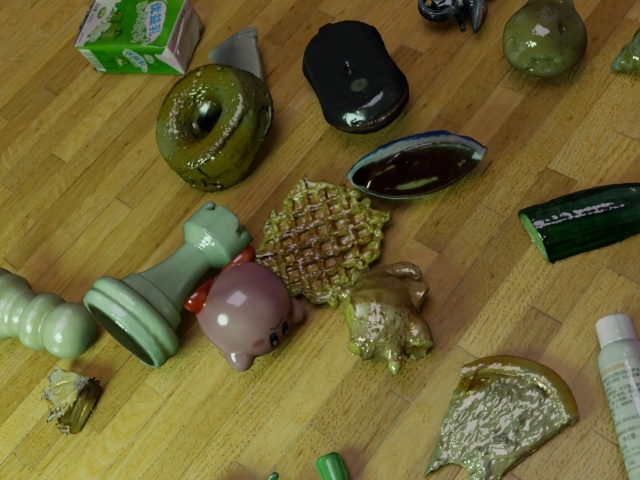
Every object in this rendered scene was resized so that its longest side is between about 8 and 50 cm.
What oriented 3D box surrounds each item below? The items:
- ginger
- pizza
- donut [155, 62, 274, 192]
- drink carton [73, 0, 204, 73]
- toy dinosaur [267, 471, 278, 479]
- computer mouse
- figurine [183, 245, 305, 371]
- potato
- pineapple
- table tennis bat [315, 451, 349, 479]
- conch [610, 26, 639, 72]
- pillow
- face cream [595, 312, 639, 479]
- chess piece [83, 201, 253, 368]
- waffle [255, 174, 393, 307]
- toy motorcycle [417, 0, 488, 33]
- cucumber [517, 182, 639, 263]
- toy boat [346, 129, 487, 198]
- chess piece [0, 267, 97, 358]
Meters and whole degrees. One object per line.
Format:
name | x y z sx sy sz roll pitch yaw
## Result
ginger | 0.111 0.131 1.322 0.157 0.102 0.216 0 55 -8
pizza | 0.261 0.282 1.220 0.262 0.034 0.181 -42 57 -8
donut | -0.228 -0.241 1.603 0.272 0.107 0.272 -6 77 27
drink carton | -0.430 -0.489 1.868 0.271 0.108 0.161 6 65 21
toy dinosaur | -0.071 0.509 1.175 0.120 0.079 0.292 -22 58 -1
computer mouse | 0.072 -0.324 1.596 0.183 0.116 0.323 -25 49 5
figurine | -0.129 0.123 1.370 0.173 0.173 0.173 -8 58 14
potato | 0.430 -0.403 1.502 0.157 0.157 0.194 4 61 21
pineapple | -0.459 0.281 1.445 0.116 0.069 0.137 -28 54 2
table tennis bat | 0.053 0.445 1.196 0.160 0.039 0.257 -24 58 1
conch | 0.642 -0.358 1.433 0.173 0.106 0.116 -11 33 -9
pillow | -0.190 -0.349 1.723 0.144 0.078 0.254 -20 56 20
face cream | 0.464 0.234 1.152 0.082 0.082 0.269 -11 58 12
chess piece | -0.267 0.067 1.450 0.195 0.194 0.299 28 63 30
waffle | 0.000 0.001 1.466 0.245 0.052 0.254 20 70 26
toy motorcycle | 0.329 -0.573 1.664 0.173 0.108 0.307 21 71 22
cucumber | 0.471 -0.051 1.332 0.244 0.063 0.115 -18 57 6
toy boat | 0.177 -0.146 1.466 0.262 0.114 0.115 -15 25 4
chess piece | -0.550 0.150 1.520 0.251 0.144 0.144 14 66 20
